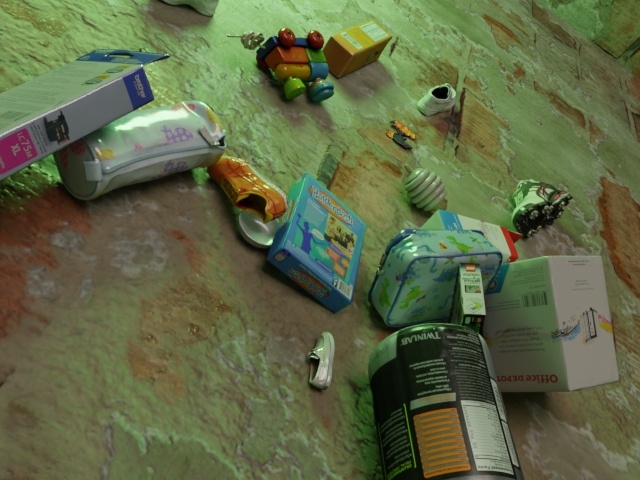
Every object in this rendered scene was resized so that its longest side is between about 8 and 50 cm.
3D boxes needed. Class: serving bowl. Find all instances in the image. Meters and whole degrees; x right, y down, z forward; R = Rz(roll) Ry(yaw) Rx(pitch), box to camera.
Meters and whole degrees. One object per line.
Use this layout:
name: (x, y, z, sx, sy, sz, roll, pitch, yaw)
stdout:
serving bowl: (-0.106, -0.018, 1.190, 0.083, 0.027, 0.083, 21, 44, -22)

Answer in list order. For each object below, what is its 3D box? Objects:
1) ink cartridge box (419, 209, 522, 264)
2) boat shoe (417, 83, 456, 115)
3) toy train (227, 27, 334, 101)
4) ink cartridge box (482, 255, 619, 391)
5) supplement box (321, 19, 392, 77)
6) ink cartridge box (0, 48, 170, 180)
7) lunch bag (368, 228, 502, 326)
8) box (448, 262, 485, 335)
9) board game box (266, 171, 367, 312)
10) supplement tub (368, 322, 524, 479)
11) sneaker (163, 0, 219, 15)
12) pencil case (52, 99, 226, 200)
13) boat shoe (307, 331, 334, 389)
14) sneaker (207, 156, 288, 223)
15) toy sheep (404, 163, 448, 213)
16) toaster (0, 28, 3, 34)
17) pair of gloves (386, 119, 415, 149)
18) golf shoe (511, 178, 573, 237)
ink cartridge box: (0.291, 0.030, 1.382, 0.231, 0.134, 0.078, 13, 46, -30)
boat shoe: (0.318, -0.382, 1.839, 0.184, 0.063, 0.066, -24, 71, -48)
toy train: (-0.080, -0.366, 1.487, 0.248, 0.105, 0.143, -12, 76, -45)
ink cartridge box: (0.413, 0.153, 1.278, 0.168, 0.171, 0.233, 0, 80, -37)
supplement box: (0.090, -0.479, 1.735, 0.080, 0.078, 0.233, 44, 39, 8)
ink cartridge box: (-0.371, -0.184, 0.970, 0.185, 0.065, 0.311, 14, 43, 38)
lunch bag: (0.199, 0.067, 1.235, 0.218, 0.176, 0.090, -3, 38, -30)
box: (0.244, 0.149, 1.189, 0.036, 0.207, 0.114, 3, 45, 4)
board game box: (0.000, 0.000, 1.221, 0.160, 0.047, 0.210, 40, 38, -21)
supplement tub: (0.179, 0.295, 1.003, 0.193, 0.193, 0.316, 18, 45, -26)
sneaker: (-0.286, -0.534, 1.495, 0.152, 0.061, 0.054, 4, 53, -34)
pencil case: (-0.277, -0.145, 1.100, 0.124, 0.114, 0.273, 33, 35, 27)
boat shoe: (-0.002, 0.182, 1.086, 0.035, 0.035, 0.100, 25, 49, -23)
sneaker: (-0.134, -0.090, 1.178, 0.175, 0.064, 0.067, 31, 41, 27)
toy sheep: (0.224, -0.112, 1.501, 0.132, 0.091, 0.091, 44, 39, -5)
toaster: (-0.555, -0.258, 0.974, 0.227, 0.129, 0.147, -1, 59, -42)
pair of gloves: (0.193, -0.252, 1.662, 0.074, 0.010, 0.083, 34, 41, -10)
golf shoe: (0.513, -0.085, 1.715, 0.120, 0.105, 0.272, 39, 31, 23)
